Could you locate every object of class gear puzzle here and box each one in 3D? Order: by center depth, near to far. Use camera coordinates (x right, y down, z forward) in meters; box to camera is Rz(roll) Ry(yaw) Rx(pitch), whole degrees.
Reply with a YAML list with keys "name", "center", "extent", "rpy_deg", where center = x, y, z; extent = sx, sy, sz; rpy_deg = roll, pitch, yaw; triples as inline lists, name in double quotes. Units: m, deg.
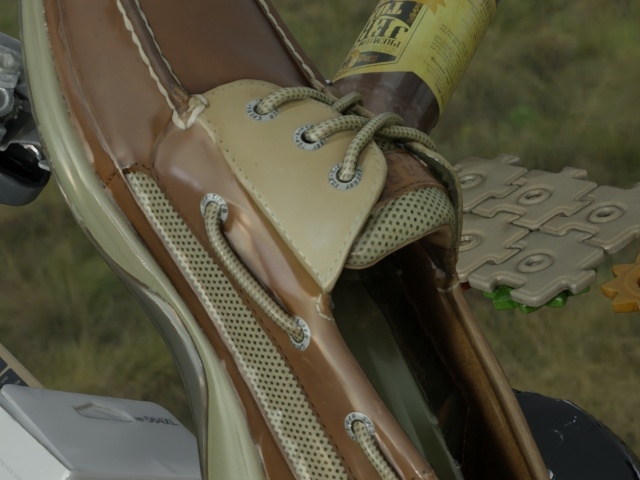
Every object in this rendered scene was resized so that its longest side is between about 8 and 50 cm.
- name: "gear puzzle"
  center: [0.180, 0.007, 1.165]
  extent: [0.175, 0.044, 0.339]
  rpy_deg: [-32, 28, -27]

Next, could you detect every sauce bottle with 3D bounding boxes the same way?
- name: "sauce bottle"
  center: [0.071, -0.148, 1.435]
  extent: [0.111, 0.111, 0.344]
  rpy_deg: [2, 49, 35]

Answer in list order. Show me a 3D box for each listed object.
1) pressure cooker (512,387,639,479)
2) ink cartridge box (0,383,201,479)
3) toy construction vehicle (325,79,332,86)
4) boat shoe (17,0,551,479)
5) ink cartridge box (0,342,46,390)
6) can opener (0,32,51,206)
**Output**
- name: "pressure cooker"
  center: [0.092, 0.349, 1.040]
  extent: [0.375, 0.420, 0.370]
  rpy_deg: [7, 45, 27]
- name: "ink cartridge box"
  center: [-0.160, 0.195, 0.858]
  extent: [0.086, 0.203, 0.148]
  rpy_deg: [36, 13, 34]
- name: "toy construction vehicle"
  center: [-0.041, -0.106, 1.348]
  extent: [0.098, 0.086, 0.035]
  rpy_deg: [6, 23, -7]
- name: "boat shoe"
  center: [0.000, 0.000, 0.547]
  extent: [0.120, 0.324, 0.122]
  rpy_deg: [-27, -6, 37]
- name: "ink cartridge box"
  center: [-0.360, 0.198, 1.400]
  extent: [0.193, 0.088, 0.234]
  rpy_deg: [-44, 3, -22]
- name: "can opener"
  center: [-0.116, -0.042, 0.881]
  extent: [0.283, 0.076, 0.095]
  rpy_deg: [25, -38, -19]
